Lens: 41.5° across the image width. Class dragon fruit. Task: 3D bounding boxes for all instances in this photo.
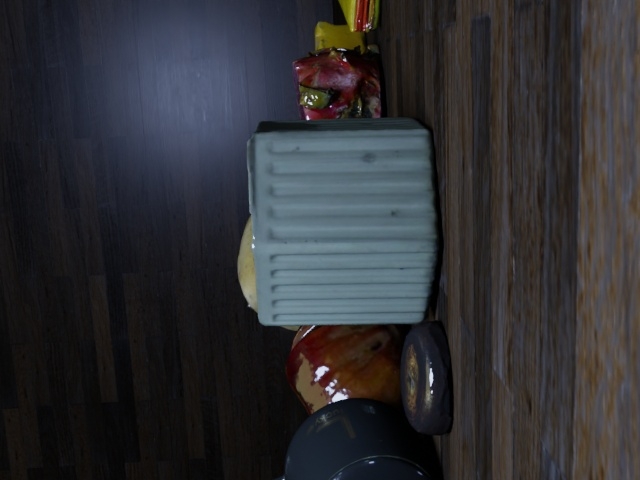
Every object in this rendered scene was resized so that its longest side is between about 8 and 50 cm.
[{"bbox_3d":[0.039,-0.205,1.348,0.282,0.147,0.211,74,-177,-80],"label":"dragon fruit"}]

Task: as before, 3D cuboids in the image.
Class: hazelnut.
[{"bbox_3d":[0.049,0.176,1.119,0.204,0.178,0.178,-93,0,-62],"label":"hazelnut"}]

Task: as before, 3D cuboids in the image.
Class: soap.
[{"bbox_3d":[0.043,-0.249,1.657,0.324,0.096,0.204,89,178,-51],"label":"soap"}]

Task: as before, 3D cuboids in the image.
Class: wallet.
[{"bbox_3d":[0.060,-0.443,1.337,0.241,0.067,0.141,-101,11,-49],"label":"wallet"}]

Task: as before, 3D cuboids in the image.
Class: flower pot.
[{"bbox_3d":[0.021,-0.023,0.916,0.239,0.190,0.209,-101,9,-77],"label":"flower pot"}]

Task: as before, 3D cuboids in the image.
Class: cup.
[{"bbox_3d":[0.025,0.287,0.946,0.176,0.223,0.169,-126,19,-72],"label":"cup"}]

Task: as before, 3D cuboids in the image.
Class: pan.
[{"bbox_3d":[0.104,0.129,0.898,0.212,0.040,0.114,-102,14,-80],"label":"pan"}]

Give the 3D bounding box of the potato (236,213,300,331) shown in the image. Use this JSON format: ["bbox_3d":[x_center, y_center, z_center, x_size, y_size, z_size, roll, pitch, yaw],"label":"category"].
[{"bbox_3d":[0.000,0.000,1.372,0.299,0.239,0.116,-64,8,-26],"label":"potato"}]
